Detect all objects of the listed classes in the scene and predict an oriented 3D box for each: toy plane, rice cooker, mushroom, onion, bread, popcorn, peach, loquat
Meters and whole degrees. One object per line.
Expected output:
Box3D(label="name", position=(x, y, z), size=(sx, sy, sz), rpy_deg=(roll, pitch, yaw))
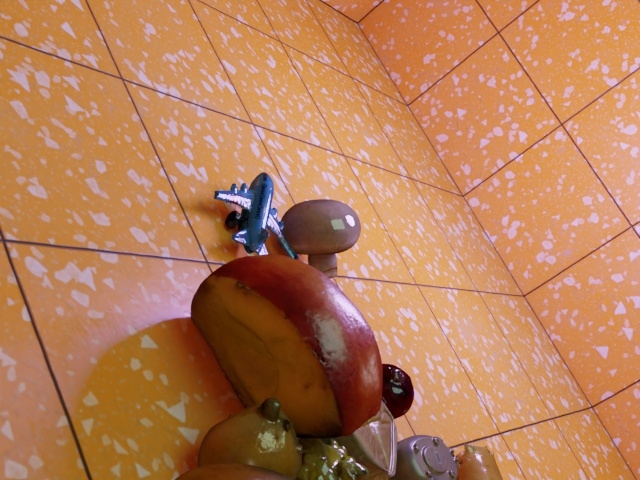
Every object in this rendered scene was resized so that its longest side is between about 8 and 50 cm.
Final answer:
Box3D(label="toy plane", position=(-0.147, -0.059, 1.942), size=(0.254, 0.105, 0.271), rpy_deg=(40, 26, -29))
Box3D(label="rice cooker", position=(0.203, 0.484, 1.799), size=(0.206, 0.127, 0.145), rpy_deg=(7, 51, -48))
Box3D(label="mushroom", position=(0.000, 0.000, 2.068), size=(0.204, 0.204, 0.204), rpy_deg=(41, 26, -25))
Box3D(label="onion", position=(0.146, 0.335, 1.911), size=(0.131, 0.131, 0.131), rpy_deg=(41, 26, -25))
Box3D(label="bread", position=(0.064, 0.386, 1.703), size=(0.192, 0.109, 0.210), rpy_deg=(50, 23, -21))
Box3D(label="popcorn", position=(0.002, 0.425, 1.518), size=(0.173, 0.142, 0.173), rpy_deg=(20, 28, -11))
Box3D(label="bread", position=(0.392, 0.585, 2.053), size=(0.134, 0.085, 0.173), rpy_deg=(32, 31, -39))
Box3D(label="peach", position=(-0.033, 0.188, 1.537), size=(0.242, 0.306, 0.380), rpy_deg=(-18, 66, -37))
Box3D(label="loquat", position=(-0.106, 0.336, 1.362), size=(0.172, 0.205, 0.149), rpy_deg=(6, 29, -45))

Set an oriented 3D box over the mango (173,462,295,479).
Box3D(label="mango", position=(-0.076, 0.473, 1.180), size=(0.445, 0.232, 0.300), rpy_deg=(39, 32, -42))
